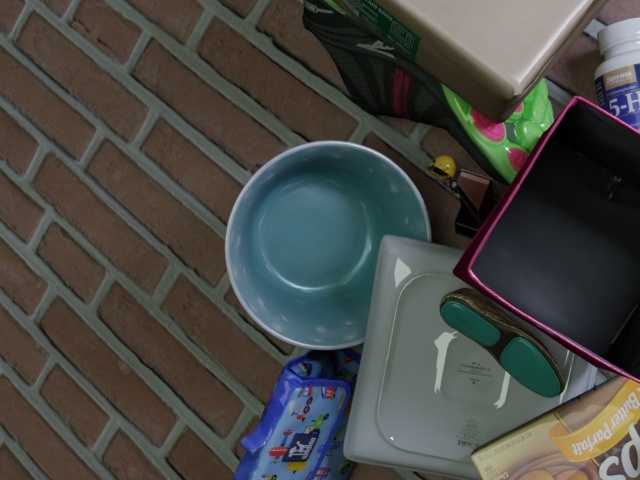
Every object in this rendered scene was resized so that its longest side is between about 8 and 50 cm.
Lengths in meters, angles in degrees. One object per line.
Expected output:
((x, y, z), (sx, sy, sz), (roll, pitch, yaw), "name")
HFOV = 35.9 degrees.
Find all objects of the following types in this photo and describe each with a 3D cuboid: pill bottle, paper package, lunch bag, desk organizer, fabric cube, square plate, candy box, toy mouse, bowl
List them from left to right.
((-0.037, 0.283, 1.501), (0.138, 0.293, 0.221), (31, 102, 25), "lunch bag")
((0.000, 0.000, 1.526), (0.311, 0.163, 0.312), (-1, 97, -10), "bowl")
((0.225, -0.086, 1.493), (0.143, 0.161, 0.031), (31, 86, -8), "toy mouse")
((0.219, -0.048, 1.426), (0.047, 0.130, 0.050), (19, 73, 18), "desk organizer")
((0.229, 0.189, 1.436), (0.347, 0.049, 0.344), (11, 93, 5), "square plate")
((0.219, -0.371, 1.332), (0.325, 0.168, 0.309), (40, 81, 8), "paper package")
((0.344, 0.005, 1.272), (0.254, 0.258, 0.259), (33, 90, 4), "fabric cube")
((0.386, 0.300, 1.345), (0.316, 0.087, 0.183), (-29, 80, 6), "candy box")
((0.442, -0.206, 1.374), (0.112, 0.112, 0.187), (-12, 82, 27), "pill bottle")

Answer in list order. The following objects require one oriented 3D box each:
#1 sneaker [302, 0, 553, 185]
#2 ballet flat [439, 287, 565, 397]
((0.160, -0.261, 1.510), (0.483, 0.185, 0.202), (46, 153, 10), "sneaker")
((0.259, 0.133, 1.371), (0.206, 0.067, 0.073), (40, 125, 3), "ballet flat")
